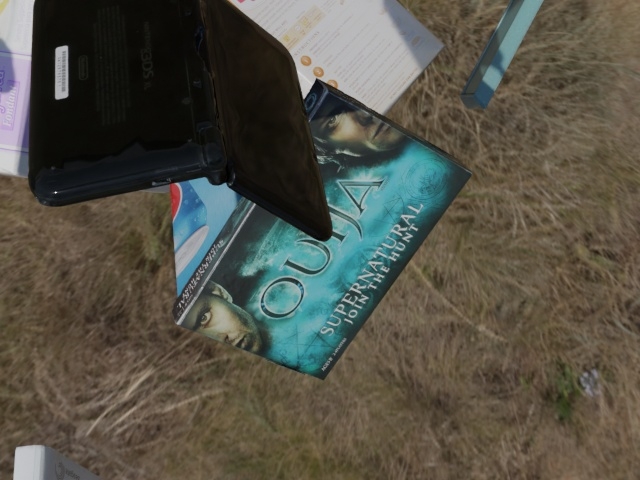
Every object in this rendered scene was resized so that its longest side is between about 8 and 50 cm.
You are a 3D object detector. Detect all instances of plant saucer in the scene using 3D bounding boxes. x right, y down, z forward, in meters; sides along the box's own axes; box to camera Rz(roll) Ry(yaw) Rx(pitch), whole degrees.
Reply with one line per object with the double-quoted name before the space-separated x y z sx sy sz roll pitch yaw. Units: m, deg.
"plant saucer" 0.191 -0.216 0.870 0.018 0.067 0.192 28 94 -9

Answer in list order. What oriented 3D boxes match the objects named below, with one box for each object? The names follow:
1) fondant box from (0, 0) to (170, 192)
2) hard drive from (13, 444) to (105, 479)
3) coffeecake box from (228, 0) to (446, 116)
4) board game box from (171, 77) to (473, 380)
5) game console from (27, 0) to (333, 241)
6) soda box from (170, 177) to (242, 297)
"fondant box" -0.214 -0.169 0.800 0.096 0.330 0.238 9 92 11
"hard drive" -0.312 0.449 1.075 0.047 0.233 0.353 -9 62 4
"coffeecake box" 0.002 -0.191 0.846 0.185 0.068 0.142 42 61 -3
"board game box" 0.000 0.000 0.601 0.126 0.026 0.186 25 108 -29
"game console" -0.059 -0.054 0.379 0.107 0.122 0.071 -12 143 -1
"soda box" -0.079 -0.033 0.753 0.071 0.210 0.067 -35 133 23
